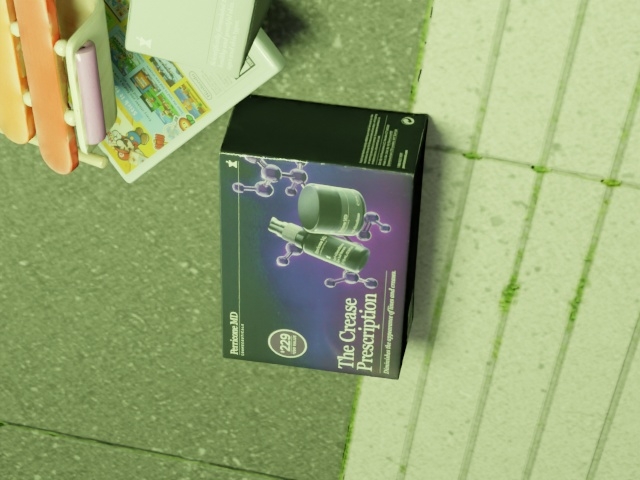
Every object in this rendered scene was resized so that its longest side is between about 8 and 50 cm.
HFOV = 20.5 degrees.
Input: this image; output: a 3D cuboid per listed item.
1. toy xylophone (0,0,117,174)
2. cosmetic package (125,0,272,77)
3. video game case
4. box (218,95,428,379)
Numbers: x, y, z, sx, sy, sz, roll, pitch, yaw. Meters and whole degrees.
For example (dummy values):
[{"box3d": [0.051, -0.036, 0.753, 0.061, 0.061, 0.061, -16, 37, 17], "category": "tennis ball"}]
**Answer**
[{"box3d": [-0.295, -0.163, 1.585, 0.322, 0.081, 0.236, 17, 133, 34], "category": "toy xylophone"}, {"box3d": [-0.075, -0.250, 1.424, 0.107, 0.238, 0.127, 14, 131, 1], "category": "cosmetic package"}, {"box3d": [-0.170, -0.192, 1.580, 0.206, 0.026, 0.227, -34, 97, 33], "category": "video game case"}, {"box3d": [0.000, 0.000, 1.709, 0.184, 0.103, 0.261, 8, 130, 8], "category": "box"}]
